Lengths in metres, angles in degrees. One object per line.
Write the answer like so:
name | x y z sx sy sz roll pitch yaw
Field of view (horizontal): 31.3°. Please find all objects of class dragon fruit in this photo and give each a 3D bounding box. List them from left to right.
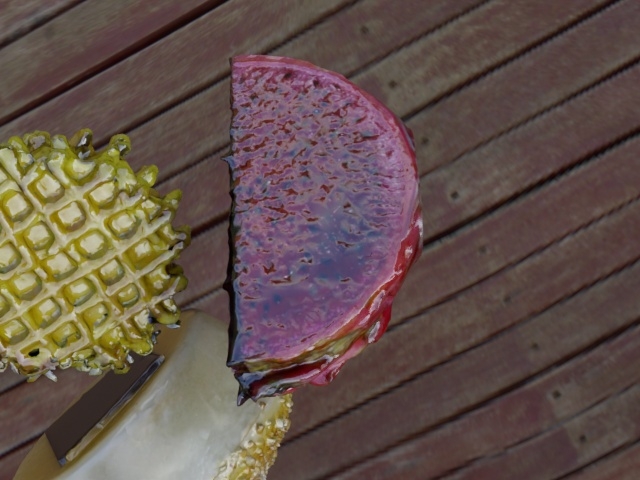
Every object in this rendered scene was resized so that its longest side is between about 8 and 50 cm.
dragon fruit | 0.000 0.000 0.824 0.189 0.261 0.163 -19 147 34

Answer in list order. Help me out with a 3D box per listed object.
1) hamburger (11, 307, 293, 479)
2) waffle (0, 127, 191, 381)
hamburger | -0.150 0.204 1.078 0.302 0.302 0.170 -41 103 9
waffle | -0.193 0.015 0.832 0.193 0.070 0.197 -2 114 -19
